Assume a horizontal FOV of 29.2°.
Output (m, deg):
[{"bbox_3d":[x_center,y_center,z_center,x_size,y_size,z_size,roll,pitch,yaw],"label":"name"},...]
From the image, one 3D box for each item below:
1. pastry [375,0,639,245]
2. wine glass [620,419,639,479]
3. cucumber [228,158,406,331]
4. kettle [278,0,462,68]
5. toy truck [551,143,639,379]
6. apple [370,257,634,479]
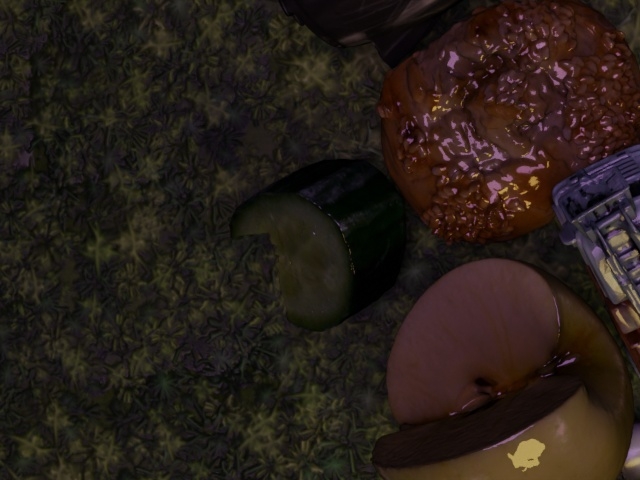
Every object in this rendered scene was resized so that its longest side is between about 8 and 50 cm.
[{"bbox_3d":[0.211,-0.134,1.370,0.311,0.162,0.255,-37,94,15],"label":"pastry"},{"bbox_3d":[0.409,0.223,1.396,0.155,0.072,0.072,-20,88,13],"label":"wine glass"},{"bbox_3d":[0.008,0.001,1.437,0.191,0.130,0.191,19,122,33],"label":"cucumber"},{"bbox_3d":[0.062,-0.380,1.359,0.324,0.228,0.321,-36,100,21],"label":"kettle"},{"bbox_3d":[0.356,0.051,1.285,0.133,0.184,0.338,-27,114,13],"label":"toy truck"},{"bbox_3d":[0.207,0.190,1.352,0.233,0.295,0.257,34,126,-27],"label":"apple"}]
